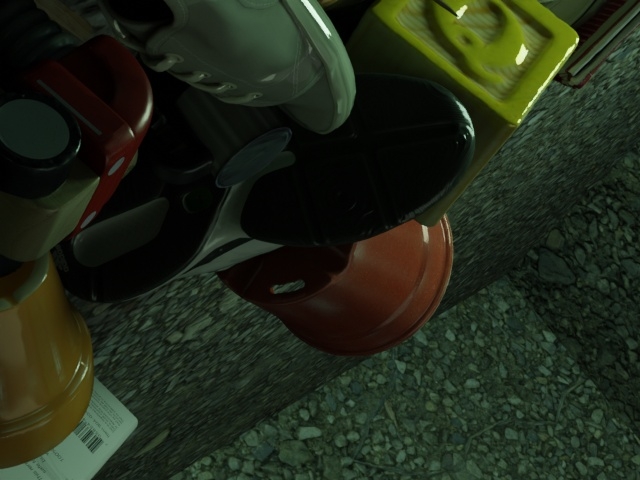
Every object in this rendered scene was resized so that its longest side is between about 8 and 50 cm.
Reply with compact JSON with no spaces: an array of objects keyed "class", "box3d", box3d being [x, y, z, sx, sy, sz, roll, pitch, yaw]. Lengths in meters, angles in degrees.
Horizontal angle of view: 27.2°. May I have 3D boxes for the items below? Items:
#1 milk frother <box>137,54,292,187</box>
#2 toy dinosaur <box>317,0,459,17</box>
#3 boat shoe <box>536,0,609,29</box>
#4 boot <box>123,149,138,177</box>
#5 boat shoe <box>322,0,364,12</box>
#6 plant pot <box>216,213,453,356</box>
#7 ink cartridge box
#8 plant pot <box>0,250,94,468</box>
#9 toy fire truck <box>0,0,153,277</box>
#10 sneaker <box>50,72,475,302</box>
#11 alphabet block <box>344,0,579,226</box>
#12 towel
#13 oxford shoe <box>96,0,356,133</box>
[{"class":"milk frother","box3d":[-0.114,-0.105,1.224,0.129,0.135,0.143,-35,167,-5]},{"class":"toy dinosaur","box3d":[0.007,-0.234,1.198,0.211,0.064,0.112,-5,166,25]},{"class":"boat shoe","box3d":[0.196,-0.273,1.527,0.367,0.136,0.156,-35,168,37]},{"class":"boot","box3d":[-0.241,-0.074,1.078,0.203,0.095,0.262,-30,166,-29]},{"class":"boat shoe","box3d":[0.059,-0.278,1.231,0.080,0.073,0.223,-25,-178,-33]},{"class":"plant pot","box3d":[0.000,0.000,1.659,0.272,0.272,0.265,-40,159,11]},{"class":"ink cartridge box","box3d":[-0.347,0.217,1.415,0.115,0.198,0.273,-43,-177,27]},{"class":"plant pot","box3d":[-0.315,0.078,1.233,0.205,0.205,0.188,-30,149,-31]},{"class":"toy fire truck","box3d":[-0.195,-0.115,0.853,0.246,0.217,0.158,-46,175,-43]},{"class":"sneaker","box3d":[-0.049,-0.066,1.402,0.447,0.169,0.257,-17,-178,12]},{"class":"alphabet block","box3d":[0.125,-0.170,1.420,0.192,0.193,0.197,-52,179,-41]},{"class":"towel","box3d":[0.344,-0.297,1.623,0.237,0.037,0.329,-45,-164,7]},{"class":"oxford shoe","box3d":[-0.085,-0.174,0.986,0.130,0.169,0.449,-50,160,-3]}]
